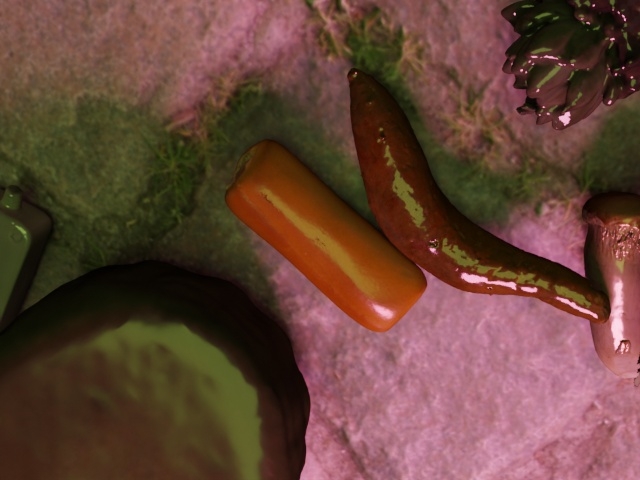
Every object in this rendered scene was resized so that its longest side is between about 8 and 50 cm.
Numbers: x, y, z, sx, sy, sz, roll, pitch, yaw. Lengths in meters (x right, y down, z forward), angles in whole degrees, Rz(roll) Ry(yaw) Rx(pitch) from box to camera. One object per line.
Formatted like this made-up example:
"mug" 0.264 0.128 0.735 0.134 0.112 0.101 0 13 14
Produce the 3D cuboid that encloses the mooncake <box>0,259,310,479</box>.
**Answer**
"mooncake" -0.187 0.201 0.685 0.357 0.194 0.356 0 96 2

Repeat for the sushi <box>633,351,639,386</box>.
"sushi" 0.360 0.017 0.593 0.193 0.040 0.210 -6 107 -22

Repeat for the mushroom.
"mushroom" 0.302 0.049 0.644 0.071 0.084 0.209 -11 112 -1

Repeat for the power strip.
"power strip" -0.421 0.098 0.762 0.091 0.062 0.385 29 110 -2

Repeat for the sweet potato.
"sweet potato" 0.127 -0.017 0.632 0.346 0.079 0.108 42 128 2

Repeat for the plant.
"plant" 0.245 -0.190 0.546 0.195 0.129 0.132 -30 99 12

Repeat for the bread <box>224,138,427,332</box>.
"bread" 0.000 0.000 0.663 0.239 0.074 0.092 41 132 -5
